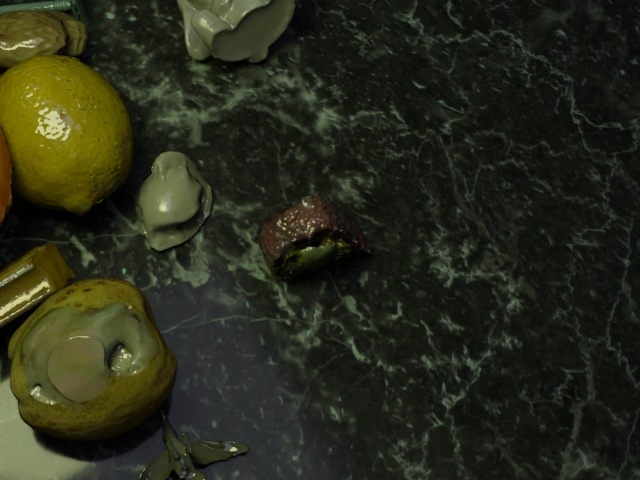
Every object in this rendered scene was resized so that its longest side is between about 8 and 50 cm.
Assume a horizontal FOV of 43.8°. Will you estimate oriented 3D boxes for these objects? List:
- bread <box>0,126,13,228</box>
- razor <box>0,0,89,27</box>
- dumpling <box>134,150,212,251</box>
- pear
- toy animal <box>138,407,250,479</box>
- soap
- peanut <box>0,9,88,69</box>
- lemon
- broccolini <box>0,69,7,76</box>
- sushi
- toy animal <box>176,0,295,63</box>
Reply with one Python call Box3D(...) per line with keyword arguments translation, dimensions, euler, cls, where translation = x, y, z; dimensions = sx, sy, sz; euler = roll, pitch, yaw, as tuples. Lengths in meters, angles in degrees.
Box3D(translation=(-0.661, -0.082, 1.281), dimensions=(0.336, 0.204, 0.359), euler=(-18, 75, 24), cls="bread")
Box3D(translation=(-0.600, -0.473, 1.620), dimensions=(0.231, 0.106, 0.068), euler=(-7, 67, -6), cls="razor")
Box3D(translation=(-0.273, -0.075, 1.513), dimensions=(0.150, 0.092, 0.177), euler=(6, 59, -26), cls="dumpling")
Box3D(translation=(-0.372, 0.195, 1.293), dimensions=(0.271, 0.271, 0.271), euler=(5, 65, -11), cls="pear")
Box3D(translation=(-0.231, 0.344, 1.327), dimensions=(0.219, 0.095, 0.155), euler=(-19, 76, -21), cls="toy animal")
Box3D(translation=(-0.540, 0.098, 1.323), dimensions=(0.257, 0.160, 0.080), euler=(-34, 107, -23), cls="soap")
Box3D(translation=(-0.558, -0.384, 1.523), dimensions=(0.196, 0.233, 0.110), euler=(4, 106, 4), cls="peanut")
Box3D(translation=(-0.462, -0.183, 1.418), dimensions=(0.257, 0.258, 0.310), euler=(-19, 69, -20), cls="lemon")
Box3D(translation=(-0.683, -0.298, 1.394), dimensions=(0.078, 0.392, 0.074), euler=(8, 93, 29), cls="broccolini")
Box3D(translation=(-0.017, 0.009, 1.513), dimensions=(0.161, 0.241, 0.108), euler=(-29, 66, 16), cls="sushi")
Box3D(translation=(-0.204, -0.516, 1.678), dimensions=(0.271, 0.206, 0.265), euler=(-38, 65, -5), cls="toy animal")
